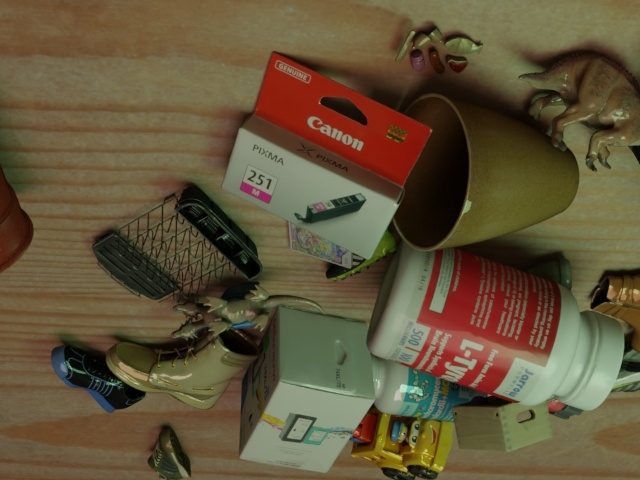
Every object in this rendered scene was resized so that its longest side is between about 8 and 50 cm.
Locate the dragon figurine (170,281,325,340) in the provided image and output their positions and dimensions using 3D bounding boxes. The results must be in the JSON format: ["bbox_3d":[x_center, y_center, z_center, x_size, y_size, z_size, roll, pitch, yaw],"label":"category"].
[{"bbox_3d":[-0.145,0.127,1.474,0.289,0.144,0.085,-13,92,-7],"label":"dragon figurine"}]

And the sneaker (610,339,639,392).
[{"bbox_3d":[0.630,0.294,1.698,0.300,0.111,0.121,-17,141,19],"label":"sneaker"}]

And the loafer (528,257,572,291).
[{"bbox_3d":[0.434,0.132,1.549,0.087,0.094,0.251,4,129,9],"label":"loafer"}]

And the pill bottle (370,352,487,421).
[{"bbox_3d":[0.203,0.296,1.636,0.264,0.146,0.146,9,132,-13],"label":"pill bottle"}]

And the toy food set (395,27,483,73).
[{"bbox_3d":[0.175,-0.282,1.178,0.122,0.019,0.078,9,133,-23],"label":"toy food set"}]

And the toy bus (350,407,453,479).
[{"bbox_3d":[0.155,0.427,1.732,0.211,0.149,0.220,27,153,-17],"label":"toy bus"}]

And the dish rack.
[{"bbox_3d":[-0.263,0.027,1.399,0.271,0.074,0.208,-26,129,20],"label":"dish rack"}]

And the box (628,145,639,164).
[{"bbox_3d":[0.721,-0.126,1.174,0.395,0.293,0.212,-35,127,26],"label":"box"}]

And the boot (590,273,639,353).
[{"bbox_3d":[0.615,0.144,1.577,0.152,0.073,0.197,2,121,-8],"label":"boot"}]

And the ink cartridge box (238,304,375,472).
[{"bbox_3d":[-0.034,0.303,1.591,0.197,0.198,0.270,14,130,-15],"label":"ink cartridge box"}]

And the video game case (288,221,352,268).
[{"bbox_3d":[0.000,0.000,1.395,0.122,0.011,0.087,17,137,20],"label":"video game case"}]

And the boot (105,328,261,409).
[{"bbox_3d":[-0.274,0.229,1.575,0.262,0.095,0.203,29,123,-24],"label":"boot"}]

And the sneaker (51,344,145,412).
[{"bbox_3d":[-0.454,0.276,1.621,0.090,0.081,0.232,-22,138,12],"label":"sneaker"}]

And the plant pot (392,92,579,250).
[{"bbox_3d":[0.269,-0.104,1.235,0.254,0.237,0.237,-1,135,-25],"label":"plant pot"}]

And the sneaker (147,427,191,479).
[{"bbox_3d":[-0.370,0.515,1.856,0.086,0.064,0.192,-12,136,0],"label":"sneaker"}]

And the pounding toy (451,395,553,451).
[{"bbox_3d":[0.340,0.338,1.520,0.181,0.094,0.206,-6,174,-34],"label":"pounding toy"}]

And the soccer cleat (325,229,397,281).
[{"bbox_3d":[0.067,0.020,1.432,0.060,0.072,0.179,-19,170,-45],"label":"soccer cleat"}]

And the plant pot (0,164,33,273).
[{"bbox_3d":[-0.588,-0.099,1.145,0.272,0.272,0.265,-2,126,-2],"label":"plant pot"}]

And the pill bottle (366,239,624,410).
[{"bbox_3d":[0.305,0.156,1.394,0.407,0.229,0.229,19,131,0],"label":"pill bottle"}]

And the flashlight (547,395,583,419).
[{"bbox_3d":[0.401,0.269,1.585,0.304,0.103,0.103,26,144,-22],"label":"flashlight"}]

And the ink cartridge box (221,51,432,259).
[{"bbox_3d":[0.003,-0.124,1.218,0.275,0.060,0.239,26,130,3],"label":"ink cartridge box"}]

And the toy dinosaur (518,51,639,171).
[{"bbox_3d":[0.444,-0.219,1.194,0.295,0.127,0.200,31,115,-9],"label":"toy dinosaur"}]
